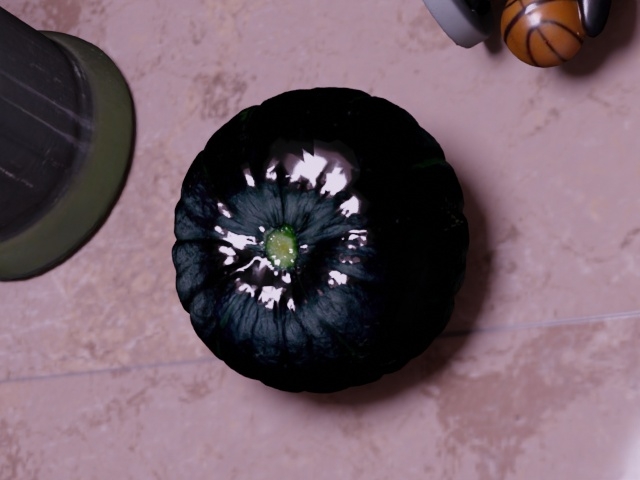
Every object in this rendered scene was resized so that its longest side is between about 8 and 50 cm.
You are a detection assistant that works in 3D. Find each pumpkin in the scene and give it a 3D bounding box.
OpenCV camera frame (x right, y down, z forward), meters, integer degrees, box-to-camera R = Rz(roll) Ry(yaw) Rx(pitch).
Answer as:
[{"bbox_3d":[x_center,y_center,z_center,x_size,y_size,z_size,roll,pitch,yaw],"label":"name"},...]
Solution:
[{"bbox_3d":[0.000,0.000,1.199,0.202,0.140,0.202,2,94,24],"label":"pumpkin"}]

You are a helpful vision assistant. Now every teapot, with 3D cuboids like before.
[{"bbox_3d":[-0.328,-0.112,1.303,0.270,0.337,0.200,-9,67,27],"label":"teapot"}]

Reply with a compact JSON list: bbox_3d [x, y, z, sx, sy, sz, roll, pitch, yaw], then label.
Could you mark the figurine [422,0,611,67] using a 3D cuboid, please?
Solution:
[{"bbox_3d":[0.173,-0.216,1.191,0.236,0.133,0.176,-28,70,20],"label":"figurine"}]
